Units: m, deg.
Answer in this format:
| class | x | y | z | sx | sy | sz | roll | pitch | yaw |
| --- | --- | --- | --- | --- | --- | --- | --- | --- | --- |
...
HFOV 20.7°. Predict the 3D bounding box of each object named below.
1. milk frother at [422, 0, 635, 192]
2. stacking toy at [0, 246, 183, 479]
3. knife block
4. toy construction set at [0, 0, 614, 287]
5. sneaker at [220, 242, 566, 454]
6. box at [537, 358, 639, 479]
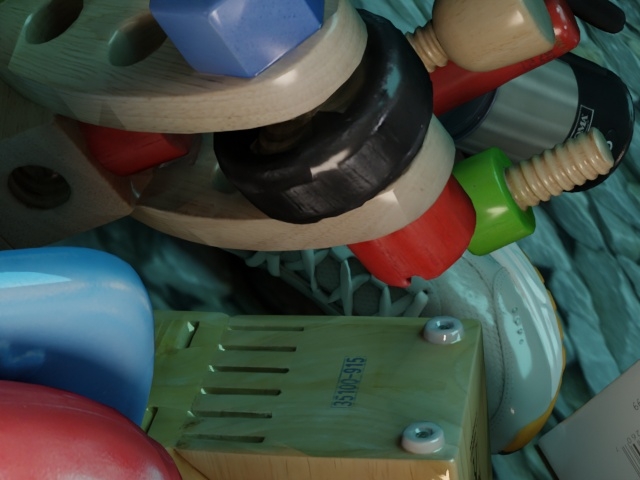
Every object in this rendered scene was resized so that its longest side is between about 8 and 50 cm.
| class | x | y | z | sx | sy | sz | roll | pitch | yaw |
| --- | --- | --- | --- | --- | --- | --- | --- | --- | --- |
| milk frother | 0.106 | -0.109 | 1.095 | 0.134 | 0.129 | 0.143 | 16 | -3 | -44 |
| stacking toy | -0.056 | 0.158 | 0.298 | 0.165 | 0.175 | 0.302 | -10 | 51 | -33 |
| knife block | -0.005 | 0.148 | 0.629 | 0.275 | 0.242 | 0.088 | 1 | 28 | 11 |
| toy construction set | -0.065 | -0.058 | 0.578 | 0.309 | 0.237 | 0.257 | 28 | 40 | -58 |
| sneaker | 0.000 | 0.000 | 0.811 | 0.121 | 0.099 | 0.262 | -8 | 51 | -48 |
| box | 0.222 | 0.105 | 0.919 | 0.170 | 0.130 | 0.091 | 6 | 47 | -51 |
